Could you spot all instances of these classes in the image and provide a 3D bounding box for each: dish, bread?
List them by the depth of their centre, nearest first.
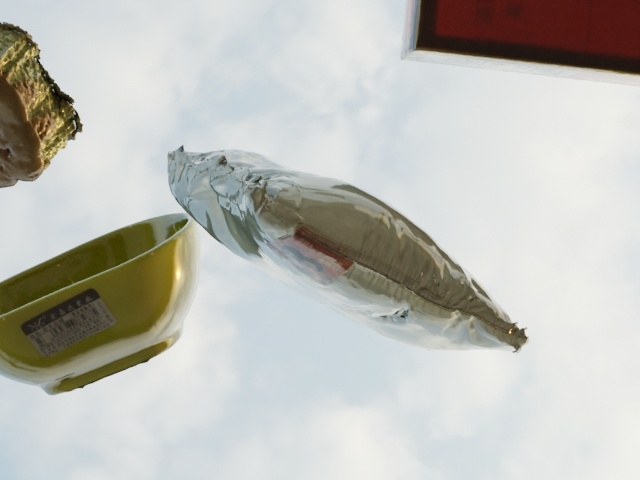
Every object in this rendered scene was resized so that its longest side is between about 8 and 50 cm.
[{"bbox_3d":[-0.272,-0.106,1.070,0.069,0.140,0.128,-60,-44,-45],"label":"bread"},{"bbox_3d":[-0.221,0.073,1.288,0.262,0.221,0.108,-24,-79,-8],"label":"dish"}]

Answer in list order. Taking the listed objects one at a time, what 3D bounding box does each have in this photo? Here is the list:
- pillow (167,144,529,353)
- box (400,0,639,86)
[{"bbox_3d":[0.000,0.000,0.600,0.128,0.229,0.051,30,-93,-16],"label":"pillow"},{"bbox_3d":[0.179,-0.181,0.877,0.239,0.074,0.153,6,-93,-7],"label":"box"}]
